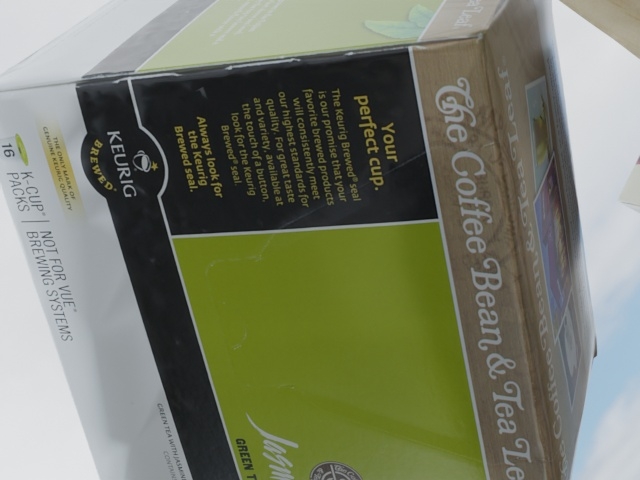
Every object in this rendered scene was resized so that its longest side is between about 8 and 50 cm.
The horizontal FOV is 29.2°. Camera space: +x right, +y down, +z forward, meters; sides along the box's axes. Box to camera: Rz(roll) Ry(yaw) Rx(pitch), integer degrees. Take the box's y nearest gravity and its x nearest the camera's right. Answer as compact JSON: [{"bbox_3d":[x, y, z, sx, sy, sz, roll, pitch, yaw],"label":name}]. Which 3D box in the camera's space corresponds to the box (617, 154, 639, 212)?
[{"bbox_3d":[0.468,-0.107,1.384,0.148,0.127,0.232,27,-89,-23],"label":"box"}]

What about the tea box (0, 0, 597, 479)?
[{"bbox_3d":[0.000,0.000,0.822,0.220,0.323,0.329,-57,-40,-57],"label":"tea box"}]

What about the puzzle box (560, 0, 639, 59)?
[{"bbox_3d":[0.189,-0.184,0.623,0.409,0.272,0.052,-38,-16,-54],"label":"puzzle box"}]
